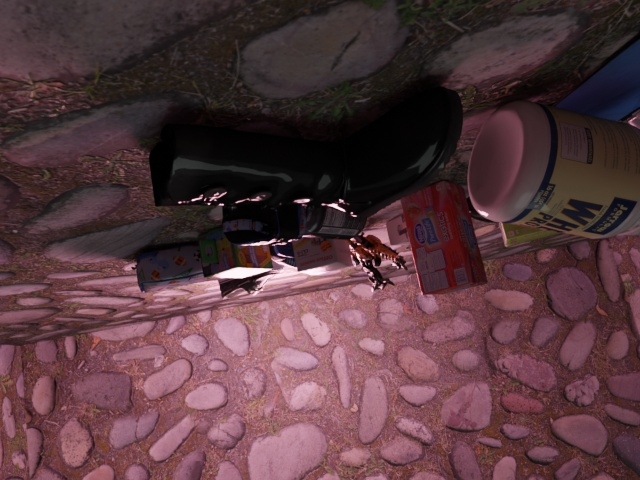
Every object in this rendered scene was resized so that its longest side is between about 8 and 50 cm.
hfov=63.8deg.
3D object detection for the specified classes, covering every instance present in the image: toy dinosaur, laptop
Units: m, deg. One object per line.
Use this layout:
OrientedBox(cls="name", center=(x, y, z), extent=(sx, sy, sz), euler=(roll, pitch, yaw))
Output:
OrientedBox(cls="toy dinosaur", center=(0.176, 0.055, 1.781), extent=(0.164, 0.218, 0.322), euler=(-40, -163, 8))
OrientedBox(cls="laptop", center=(0.707, -0.223, 0.980), extent=(0.236, 0.408, 0.382), euler=(-43, 177, -17))

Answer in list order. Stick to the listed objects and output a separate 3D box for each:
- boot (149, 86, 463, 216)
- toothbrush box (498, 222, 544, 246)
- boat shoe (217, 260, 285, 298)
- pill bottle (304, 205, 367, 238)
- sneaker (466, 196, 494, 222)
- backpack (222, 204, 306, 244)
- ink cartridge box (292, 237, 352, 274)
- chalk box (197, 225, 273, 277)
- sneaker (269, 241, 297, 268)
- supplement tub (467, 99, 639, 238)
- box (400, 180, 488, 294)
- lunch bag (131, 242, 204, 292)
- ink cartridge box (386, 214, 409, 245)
OrientedBox(cls="boot", center=(-0.038, -0.154, 0.876), extent=(0.446, 0.146, 0.367), euler=(5, 152, -26))
OrientedBox(cls="toothbrush box", center=(0.858, -0.076, 2.026), extent=(0.284, 0.122, 0.206), euler=(-14, 167, 17))
OrientedBox(cls="boat shoe", center=(-0.277, 0.166, 2.113), extent=(0.335, 0.119, 0.121), euler=(-19, 166, 32))
OrientedBox(cls="pill bottle", center=(-0.005, -0.071, 1.255), extent=(0.131, 0.130, 0.246), euler=(-21, 164, 38))
OrientedBox(cls="sneaker", center=(0.605, -0.143, 1.560), extent=(0.331, 0.122, 0.146), euler=(-6, 147, 0))
OrientedBox(cls="backpack", center=(-0.130, -0.062, 1.119), extent=(0.174, 0.158, 0.117), euler=(-12, 169, 38))
OrientedBox(cls="ink cartridge box", center=(0.000, 0.000, 1.468), extent=(0.128, 0.176, 0.127), euler=(-16, 167, 21))
OrientedBox(cls="chalk box", center=(-0.261, 0.032, 1.490), extent=(0.132, 0.132, 0.213), euler=(-18, 168, 29))
OrientedBox(cls="sneaker", center=(-0.094, 0.055, 1.804), extent=(0.232, 0.081, 0.091), euler=(28, 153, -37))
OrientedBox(cls="supplement tub", center=(0.486, -0.130, 1.010), extent=(0.325, 0.235, 0.235), euler=(9, 163, -11))
OrientedBox(cls="box", center=(0.353, -0.002, 1.484), extent=(0.154, 0.299, 0.142), euler=(-20, 165, 34))
OrientedBox(cls="lunch bag", center=(-0.438, 0.087, 1.633), extent=(0.304, 0.114, 0.243), euler=(-8, 170, -19))
OrientedBox(cls="ink cartridge box", center=(0.353, -0.054, 1.748), extent=(0.159, 0.092, 0.218), euler=(-2, 167, -33))
